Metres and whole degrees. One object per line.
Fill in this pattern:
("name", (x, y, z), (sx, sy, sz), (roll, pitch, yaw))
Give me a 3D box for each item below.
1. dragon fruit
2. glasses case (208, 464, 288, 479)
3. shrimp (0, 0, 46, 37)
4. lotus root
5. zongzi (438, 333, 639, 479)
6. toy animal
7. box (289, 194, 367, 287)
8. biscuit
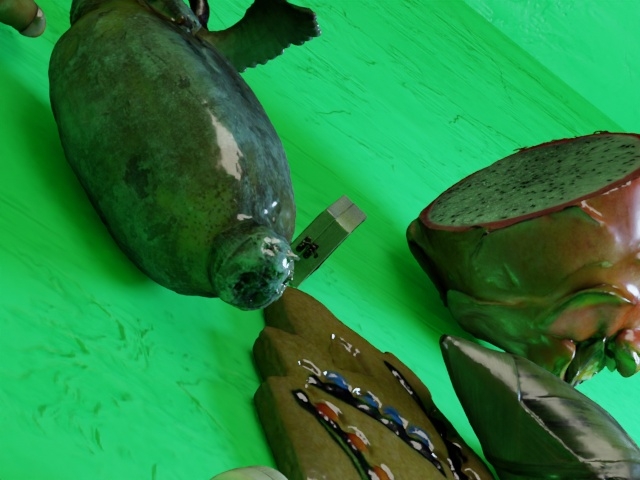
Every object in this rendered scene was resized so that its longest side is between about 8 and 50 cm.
("dragon fruit", (0.266, 0.032, 1.645), (0.305, 0.306, 0.225), (-65, 135, -70))
("glasses case", (-0.011, 0.229, 0.938), (0.196, 0.083, 0.050), (51, 19, 17))
("shrimp", (-0.359, -0.275, 1.314), (0.289, 0.075, 0.178), (27, 6, -37))
("lotus root", (-0.120, -0.068, 1.246), (0.175, 0.175, 0.349), (19, 35, -49))
("zongzi", (0.219, 0.213, 1.298), (0.274, 0.125, 0.250), (43, 9, -45))
("toy animal", (-0.118, -0.191, 1.511), (0.197, 0.272, 0.160), (49, 56, 2))
("box", (0.000, 0.000, 1.439), (0.035, 0.079, 0.083), (45, 20, 1))
("biscuit", (0.040, 0.157, 1.244), (0.278, 0.043, 0.301), (43, 19, 1))
